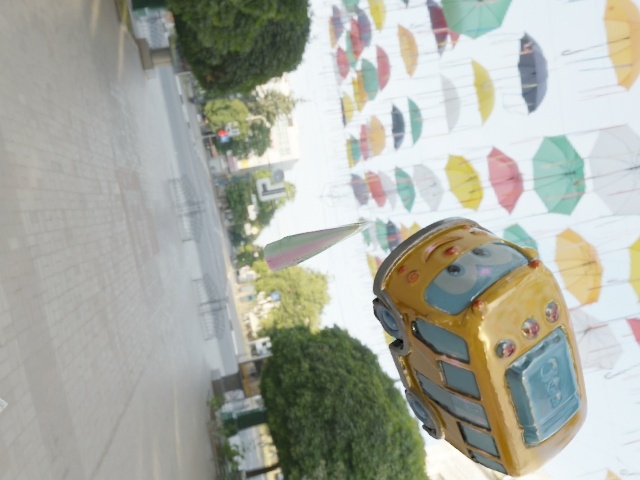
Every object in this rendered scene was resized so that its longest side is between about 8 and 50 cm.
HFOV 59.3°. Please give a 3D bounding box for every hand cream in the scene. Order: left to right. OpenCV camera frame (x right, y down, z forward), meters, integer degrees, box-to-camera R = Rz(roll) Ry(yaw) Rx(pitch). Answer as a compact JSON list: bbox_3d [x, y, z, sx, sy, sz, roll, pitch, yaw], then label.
[{"bbox_3d":[0.000,0.000,0.841,0.076,0.174,0.047,-18,89,-67],"label":"hand cream"}]

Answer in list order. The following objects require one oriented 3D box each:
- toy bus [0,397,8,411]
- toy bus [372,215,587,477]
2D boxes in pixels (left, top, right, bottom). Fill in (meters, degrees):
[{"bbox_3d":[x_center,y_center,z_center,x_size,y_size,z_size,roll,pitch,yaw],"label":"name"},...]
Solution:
[{"bbox_3d":[-0.490,0.241,0.655,0.142,0.142,0.202,40,20,-9],"label":"toy bus"},{"bbox_3d":[0.140,0.092,0.472,0.136,0.126,0.210,28,-36,59],"label":"toy bus"}]
